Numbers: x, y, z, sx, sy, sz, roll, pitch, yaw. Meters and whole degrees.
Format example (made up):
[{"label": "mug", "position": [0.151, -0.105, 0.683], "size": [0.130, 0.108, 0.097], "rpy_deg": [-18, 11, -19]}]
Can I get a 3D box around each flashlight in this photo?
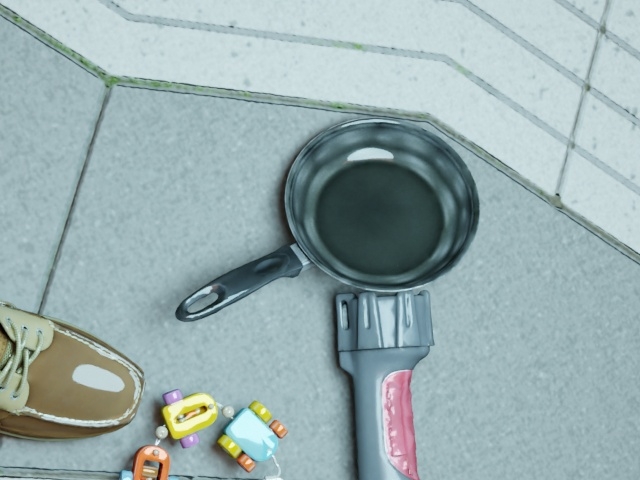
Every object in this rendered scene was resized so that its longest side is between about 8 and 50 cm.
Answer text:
[{"label": "flashlight", "position": [0.084, 0.202, 1.945], "size": [0.103, 0.103, 0.304], "rpy_deg": [3, 83, -45]}]

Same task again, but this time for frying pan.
[{"label": "frying pan", "position": [0.026, 0.014, 1.924], "size": [0.197, 0.053, 0.326], "rpy_deg": [32, 65, 10]}]

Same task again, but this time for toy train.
[{"label": "toy train", "position": [-0.115, 0.210, 1.902], "size": [0.166, 0.046, 0.125], "rpy_deg": [6, 85, -16]}]

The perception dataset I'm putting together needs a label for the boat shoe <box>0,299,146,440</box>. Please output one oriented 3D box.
[{"label": "boat shoe", "position": [-0.317, 0.108, 1.794], "size": [0.324, 0.120, 0.122], "rpy_deg": [17, 80, -18]}]
